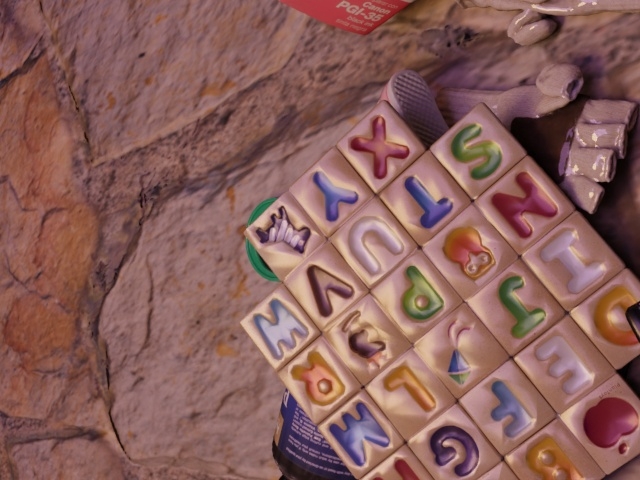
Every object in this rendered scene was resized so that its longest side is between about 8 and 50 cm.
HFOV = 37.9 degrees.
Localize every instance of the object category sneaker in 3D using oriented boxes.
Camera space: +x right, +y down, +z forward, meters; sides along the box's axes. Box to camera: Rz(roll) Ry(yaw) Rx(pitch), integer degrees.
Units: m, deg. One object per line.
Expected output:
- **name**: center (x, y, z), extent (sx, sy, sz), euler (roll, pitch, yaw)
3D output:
- **sneaker**: center (0.084, -0.077, 0.824), extent (0.134, 0.051, 0.070), euler (71, 158, 10)

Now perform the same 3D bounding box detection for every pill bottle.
- **pill bottle**: center (0.023, 0.163, 0.872), extent (0.123, 0.123, 0.219), euler (28, 111, 43)

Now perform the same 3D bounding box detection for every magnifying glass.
- **magnifying glass**: center (0.000, 0.000, 0.968), extent (0.231, 0.026, 0.092), euler (2, 92, 49)

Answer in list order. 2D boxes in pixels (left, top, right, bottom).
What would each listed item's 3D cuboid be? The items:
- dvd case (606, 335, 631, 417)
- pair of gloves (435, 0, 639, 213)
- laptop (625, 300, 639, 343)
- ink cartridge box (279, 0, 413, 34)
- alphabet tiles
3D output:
- **dvd case**: center (0.166, 0.161, 0.795), extent (0.165, 0.018, 0.221), euler (22, 106, 43)
- **pair of gloves**: center (0.177, -0.156, 0.758), extent (0.204, 0.042, 0.240), euler (25, 108, 44)
- **laptop**: center (0.343, 0.146, 0.410), extent (0.236, 0.408, 0.381), euler (-32, 66, 15)
- **ink cartridge box**: center (0.083, -0.335, 0.773), extent (0.283, 0.117, 0.207), euler (-26, 59, 44)
- **alphabet tiles**: center (0.097, 0.068, 0.756), extent (0.285, 0.011, 0.342), euler (-42, 78, 17)
